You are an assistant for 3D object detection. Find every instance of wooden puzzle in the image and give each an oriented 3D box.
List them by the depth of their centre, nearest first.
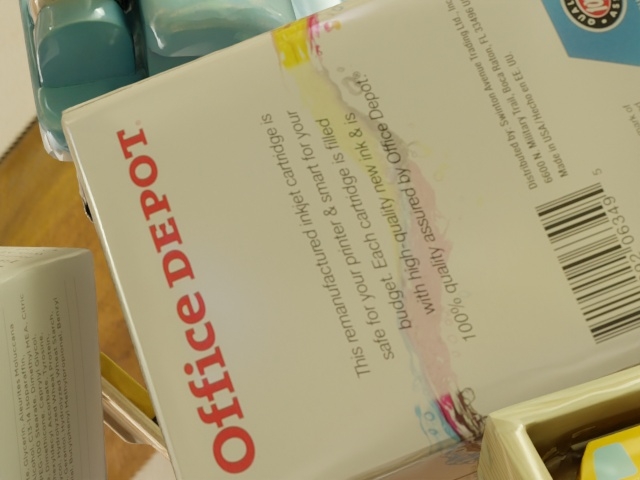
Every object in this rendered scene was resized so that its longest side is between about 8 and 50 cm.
[{"bbox_3d":[-0.141,0.186,1.189,0.044,0.238,0.221,-51,-38,-15],"label":"wooden puzzle"}]

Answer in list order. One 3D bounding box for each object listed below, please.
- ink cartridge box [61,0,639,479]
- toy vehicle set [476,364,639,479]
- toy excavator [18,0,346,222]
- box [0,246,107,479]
[{"bbox_3d":[0.054,0.010,0.596,0.270,0.198,0.197,-21,-18,0],"label":"ink cartridge box"},{"bbox_3d":[0.194,0.081,0.324,0.266,0.166,0.035,-15,-40,-15],"label":"toy vehicle set"},{"bbox_3d":[-0.170,-0.207,1.011,0.432,0.222,0.445,-9,-29,-11],"label":"toy excavator"},{"bbox_3d":[-0.205,0.097,0.584,0.180,0.119,0.182,1,-79,16],"label":"box"}]
